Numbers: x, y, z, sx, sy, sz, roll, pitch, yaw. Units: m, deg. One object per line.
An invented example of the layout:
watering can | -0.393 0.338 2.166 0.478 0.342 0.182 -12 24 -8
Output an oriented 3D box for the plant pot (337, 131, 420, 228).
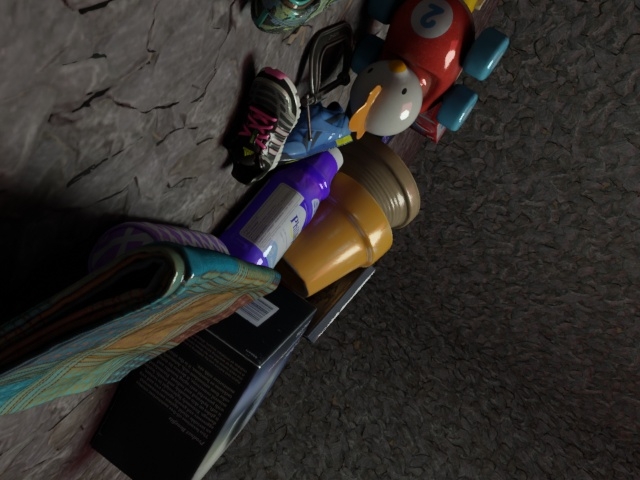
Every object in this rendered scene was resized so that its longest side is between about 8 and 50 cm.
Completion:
plant pot | 0.082 -0.101 1.033 0.109 0.237 0.237 -42 166 -20

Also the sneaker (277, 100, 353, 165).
sneaker | -0.030 -0.167 0.761 0.209 0.069 0.082 -30 109 -44

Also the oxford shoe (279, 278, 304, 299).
oxford shoe | -0.083 0.090 1.109 0.364 0.130 0.133 -52 -178 -11

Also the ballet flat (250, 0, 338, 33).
ballet flat | -0.012 -0.266 0.518 0.188 0.070 0.070 -47 167 -41

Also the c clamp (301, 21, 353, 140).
c clamp | 0.011 -0.244 0.729 0.161 0.022 0.137 -52 148 -42

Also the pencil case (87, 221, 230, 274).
pencil case | -0.171 0.027 0.561 0.088 0.086 0.206 -34 171 5

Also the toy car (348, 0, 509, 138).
toy car | 0.123 -0.251 0.764 0.238 0.219 0.210 -48 167 -33

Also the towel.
towel | -0.182 0.093 0.485 0.271 0.040 0.370 -29 171 2

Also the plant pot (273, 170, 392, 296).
plant pot | 0.000 0.000 0.948 0.188 0.205 0.205 -41 166 -21

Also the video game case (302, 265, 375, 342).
video game case | -0.009 0.116 1.100 0.196 0.026 0.274 -48 -162 -14

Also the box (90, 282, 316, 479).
box | -0.180 0.225 0.855 0.294 0.182 0.296 -59 171 16

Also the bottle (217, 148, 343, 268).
bottle | -0.061 -0.054 0.824 0.283 0.092 0.118 -53 169 -27

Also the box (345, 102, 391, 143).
box | 0.157 -0.323 1.081 0.261 0.103 0.184 -51 172 -37

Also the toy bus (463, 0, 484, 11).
toy bus | 0.332 -0.577 1.143 0.202 0.104 0.191 -48 167 -46

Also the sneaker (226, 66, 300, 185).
sneaker | -0.074 -0.127 0.600 0.075 0.063 0.170 -59 178 -35

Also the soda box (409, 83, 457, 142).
soda box | 0.244 -0.285 1.083 0.092 0.083 0.263 -59 171 10
